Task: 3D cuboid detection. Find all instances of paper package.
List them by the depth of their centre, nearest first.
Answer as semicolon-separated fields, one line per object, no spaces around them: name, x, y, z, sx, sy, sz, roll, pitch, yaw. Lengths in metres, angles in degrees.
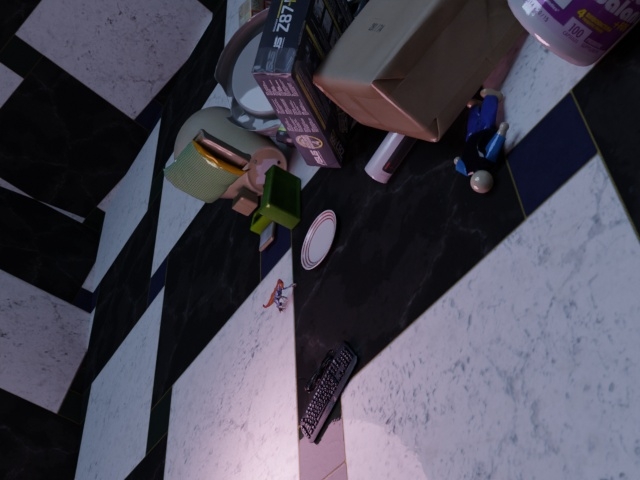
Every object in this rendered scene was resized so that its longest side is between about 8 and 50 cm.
paper package;0.175;-0.359;1.504;0.309;0.168;0.325;-53;23;-1

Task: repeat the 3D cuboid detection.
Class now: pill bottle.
pill bottle;0.415;-0.402;1.120;0.301;0.169;0.169;-50;30;35

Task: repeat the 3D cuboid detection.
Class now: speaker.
speaker;0.145;-0.181;1.616;0.136;0.055;0.055;-55;27;23

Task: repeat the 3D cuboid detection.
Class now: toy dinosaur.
toy dinosaur;-0.098;0.122;1.830;0.047;0.090;0.082;-87;-15;-56

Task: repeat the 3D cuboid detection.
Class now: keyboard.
keyboard;0.002;0.277;1.536;0.192;0.038;0.100;-62;25;9

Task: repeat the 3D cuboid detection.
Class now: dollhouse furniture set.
dollhouse furniture set;-0.222;-0.110;2.001;0.197;0.301;0.151;-43;31;37

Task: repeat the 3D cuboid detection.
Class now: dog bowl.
dog bowl;-0.104;-0.423;2.085;0.348;0.102;0.349;-10;69;26

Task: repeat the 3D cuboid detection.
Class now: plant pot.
plant pot;-0.217;-0.216;2.204;0.274;0.256;0.256;23;90;49

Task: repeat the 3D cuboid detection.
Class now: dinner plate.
dinner plate;0.000;0.000;1.801;0.141;0.017;0.141;-44;34;40

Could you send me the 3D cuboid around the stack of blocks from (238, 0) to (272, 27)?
stack of blocks;-0.137;-0.534;2.350;0.087;0.171;0.297;-20;70;59

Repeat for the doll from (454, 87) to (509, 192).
doll;0.270;-0.164;1.357;0.129;0.046;0.189;-33;40;52

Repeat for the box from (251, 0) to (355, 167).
box;-0.007;-0.383;1.758;0.097;0.395;0.318;5;70;19

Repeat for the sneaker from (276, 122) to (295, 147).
sneaker;-0.041;-0.266;1.941;0.234;0.084;0.097;-5;-71;-82

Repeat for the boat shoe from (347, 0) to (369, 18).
boat shoe;0.073;-0.558;2.042;0.302;0.091;0.114;8;76;65
